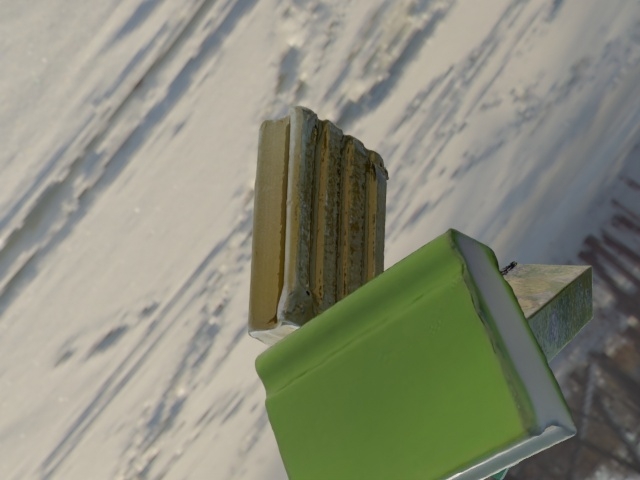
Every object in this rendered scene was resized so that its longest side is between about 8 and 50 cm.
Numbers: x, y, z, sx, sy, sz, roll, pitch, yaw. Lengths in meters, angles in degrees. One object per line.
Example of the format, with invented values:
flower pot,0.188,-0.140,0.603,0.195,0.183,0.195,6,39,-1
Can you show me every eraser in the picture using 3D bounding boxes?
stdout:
eraser,0.076,0.138,1.091,0.092,0.210,0.274,9,143,-47

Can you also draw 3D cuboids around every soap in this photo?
soap,0.000,0.000,1.393,0.089,0.274,0.173,-19,146,36

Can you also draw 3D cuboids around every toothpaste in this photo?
toothpaste,0.243,0.093,1.439,0.327,0.110,0.077,-22,112,-63

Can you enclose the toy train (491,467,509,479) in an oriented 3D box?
toy train,0.181,0.201,1.122,0.045,0.029,0.092,-61,160,7
